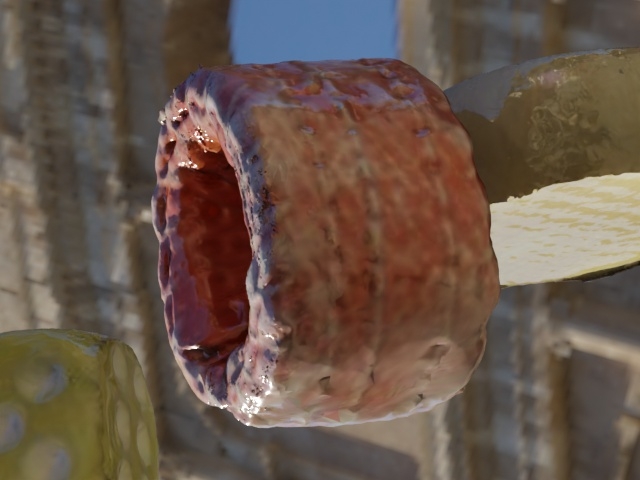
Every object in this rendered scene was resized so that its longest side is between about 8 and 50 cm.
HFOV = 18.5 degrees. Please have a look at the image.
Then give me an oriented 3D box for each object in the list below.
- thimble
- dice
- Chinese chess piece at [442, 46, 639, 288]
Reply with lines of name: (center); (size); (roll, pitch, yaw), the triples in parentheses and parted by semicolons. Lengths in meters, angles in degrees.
thimble: (0.000, 0.000, 1.245); (0.162, 0.239, 0.239); (-5, -73, -24)
dice: (-0.231, 0.174, 1.598); (0.166, 0.169, 0.169); (57, -155, -68)
Chinese chess piece: (0.170, -0.046, 1.368); (0.250, 0.250, 0.103); (14, -120, -52)
